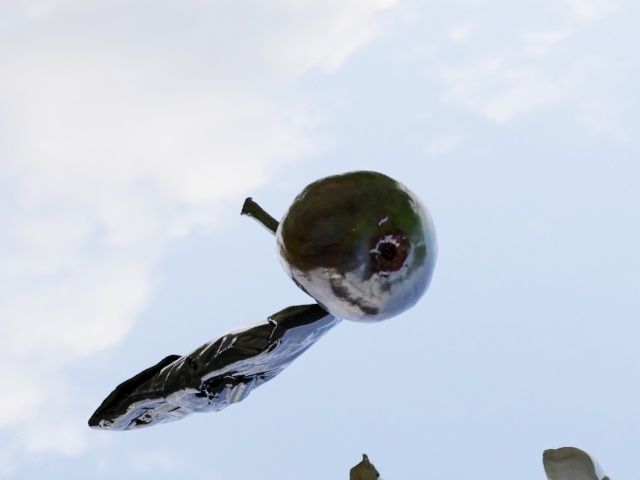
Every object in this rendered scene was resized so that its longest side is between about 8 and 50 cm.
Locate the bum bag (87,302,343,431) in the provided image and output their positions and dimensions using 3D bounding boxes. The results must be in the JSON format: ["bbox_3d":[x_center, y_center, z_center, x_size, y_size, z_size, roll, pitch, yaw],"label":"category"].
[{"bbox_3d":[-0.097,0.129,1.389,0.310,0.074,0.137,-26,175,33],"label":"bum bag"}]

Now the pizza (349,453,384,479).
[{"bbox_3d":[0.063,0.309,1.255,0.069,0.226,0.147,-20,-135,2],"label":"pizza"}]

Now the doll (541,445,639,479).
[{"bbox_3d":[0.241,0.161,0.731,0.217,0.183,0.085,-9,-150,44],"label":"doll"}]

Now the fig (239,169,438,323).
[{"bbox_3d":[0.000,0.000,1.288,0.149,0.149,0.245,-34,-158,-24],"label":"fig"}]
